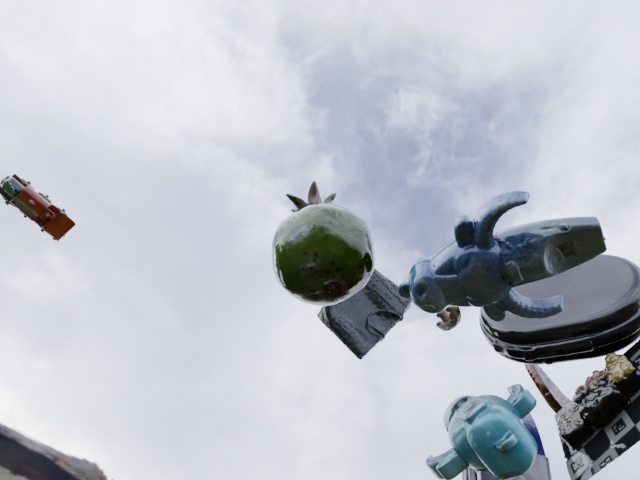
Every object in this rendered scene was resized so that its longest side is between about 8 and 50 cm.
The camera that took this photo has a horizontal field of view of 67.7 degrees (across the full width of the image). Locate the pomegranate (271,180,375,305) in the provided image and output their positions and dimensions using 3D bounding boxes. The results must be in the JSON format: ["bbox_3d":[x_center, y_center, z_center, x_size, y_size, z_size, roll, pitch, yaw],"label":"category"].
[{"bbox_3d":[0.000,0.000,0.830,0.181,0.224,0.182,-4,-42,-4],"label":"pomegranate"}]

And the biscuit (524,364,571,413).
[{"bbox_3d":[0.599,0.398,1.219,0.031,0.229,0.176,-43,-42,19],"label":"biscuit"}]

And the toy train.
[{"bbox_3d":[-0.632,-0.075,1.062,0.176,0.074,0.118,49,-22,-23],"label":"toy train"}]

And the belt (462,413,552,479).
[{"bbox_3d":[0.314,0.424,0.823,0.117,0.347,0.213,6,-68,12],"label":"belt"}]

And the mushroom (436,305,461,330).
[{"bbox_3d":[0.267,0.164,1.004,0.049,0.019,0.101,42,-29,23],"label":"mushroom"}]

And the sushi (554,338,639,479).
[{"bbox_3d":[0.428,0.244,0.734,0.050,0.192,0.215,36,-68,6],"label":"sushi"}]

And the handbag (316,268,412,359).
[{"bbox_3d":[0.112,0.165,1.178,0.175,0.270,0.089,39,-45,15],"label":"handbag"}]

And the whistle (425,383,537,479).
[{"bbox_3d":[0.224,0.264,0.675,0.186,0.274,0.093,-38,-103,-5],"label":"whistle"}]

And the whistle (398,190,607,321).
[{"bbox_3d":[0.229,0.032,0.629,0.268,0.093,0.180,-20,-69,23],"label":"whistle"}]

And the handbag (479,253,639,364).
[{"bbox_3d":[0.456,0.133,0.905,0.307,0.254,0.093,-19,-70,31],"label":"handbag"}]
